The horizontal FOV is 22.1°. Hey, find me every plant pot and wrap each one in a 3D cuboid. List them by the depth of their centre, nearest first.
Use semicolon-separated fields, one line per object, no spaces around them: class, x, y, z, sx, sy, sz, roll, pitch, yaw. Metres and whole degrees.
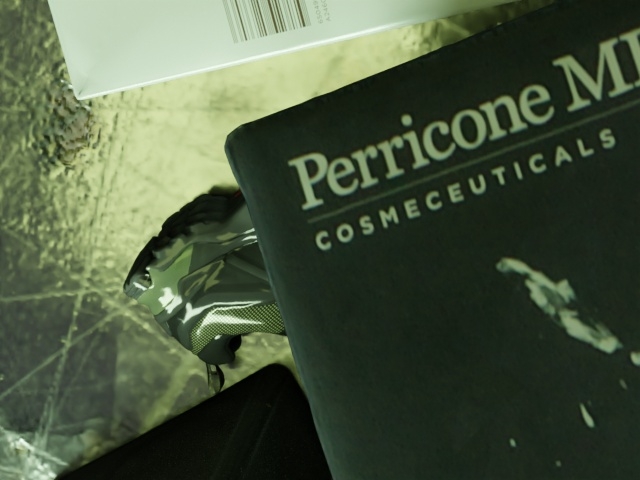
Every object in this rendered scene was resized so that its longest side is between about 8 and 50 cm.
plant pot;-0.066;0.215;0.971;0.188;0.167;0.187;-29;97;13

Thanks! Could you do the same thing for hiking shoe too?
hiking shoe;0.000;0.000;0.965;0.227;0.086;0.114;-30;110;20

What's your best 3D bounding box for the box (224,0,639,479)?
box;0.284;0.102;0.672;0.480;0.297;0.472;-20;82;20

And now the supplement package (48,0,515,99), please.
supplement package;-0.011;-0.204;0.844;0.262;0.145;0.204;-9;102;29
